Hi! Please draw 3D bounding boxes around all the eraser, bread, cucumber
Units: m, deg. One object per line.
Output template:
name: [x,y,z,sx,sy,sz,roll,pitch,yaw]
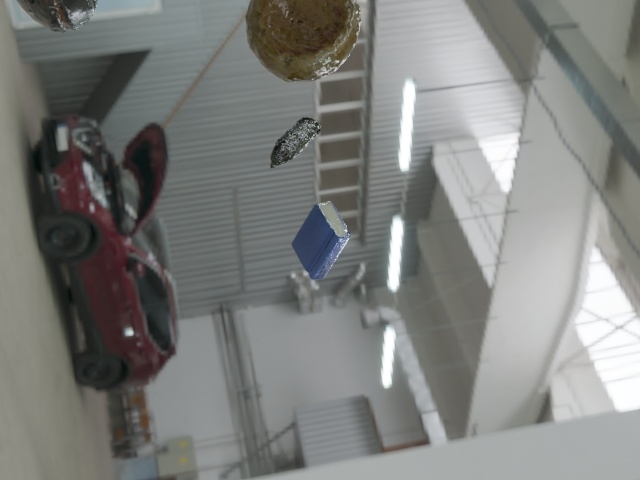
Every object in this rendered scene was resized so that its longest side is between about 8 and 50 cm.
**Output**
eraser: [0.000,0.000,1.273,0.063,0.027,0.084,61,-43,31]
bread: [-0.032,-0.410,1.899,0.123,0.230,0.229,74,4,-73]
cucumber: [-0.052,-0.196,1.963,0.181,0.053,0.053,-52,146,-51]

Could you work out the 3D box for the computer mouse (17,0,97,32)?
computer mouse: [-0.349,-0.408,1.261,0.183,0.116,0.323,91,-6,-57]
